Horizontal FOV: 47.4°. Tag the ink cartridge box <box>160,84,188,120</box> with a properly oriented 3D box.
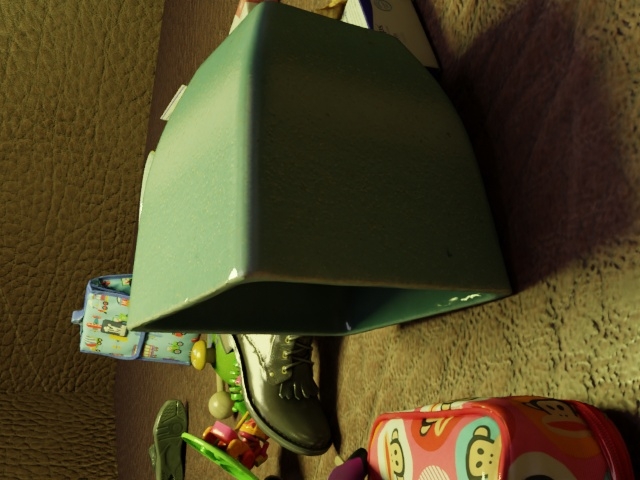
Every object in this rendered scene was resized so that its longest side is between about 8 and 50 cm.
[{"bbox_3d":[-0.112,-0.188,1.054,0.206,0.208,0.045,172,109,-69],"label":"ink cartridge box"}]

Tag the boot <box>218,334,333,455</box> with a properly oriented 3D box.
[{"bbox_3d":[-0.022,0.108,0.903,0.229,0.091,0.263,-51,63,33],"label":"boot"}]

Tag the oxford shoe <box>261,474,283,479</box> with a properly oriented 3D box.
[{"bbox_3d":[-0.068,0.406,1.009,0.132,0.130,0.363,-59,2,-24],"label":"oxford shoe"}]

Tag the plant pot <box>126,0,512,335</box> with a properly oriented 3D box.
[{"bbox_3d":[-0.016,-0.056,0.652,0.247,0.248,0.252,-26,63,54],"label":"plant pot"}]

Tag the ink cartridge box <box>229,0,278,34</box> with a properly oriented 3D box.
[{"bbox_3d":[-0.111,-0.330,1.281,0.115,0.067,0.198,121,146,-50],"label":"ink cartridge box"}]

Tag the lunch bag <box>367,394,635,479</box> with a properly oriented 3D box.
[{"bbox_3d":[0.107,0.260,0.508,0.258,0.120,0.293,144,126,-65],"label":"lunch bag"}]

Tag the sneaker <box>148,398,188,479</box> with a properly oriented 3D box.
[{"bbox_3d":[-0.391,0.504,1.848,0.130,0.087,0.227,15,105,63],"label":"sneaker"}]

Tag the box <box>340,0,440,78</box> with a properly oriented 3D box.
[{"bbox_3d":[0.057,-0.178,0.792,0.137,0.072,0.126,117,148,-48],"label":"box"}]

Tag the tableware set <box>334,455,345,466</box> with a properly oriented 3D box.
[{"bbox_3d":[0.052,0.333,0.765,0.194,0.039,0.128,33,106,61],"label":"tableware set"}]

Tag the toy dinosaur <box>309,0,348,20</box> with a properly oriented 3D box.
[{"bbox_3d":[0.048,-0.293,0.849,0.211,0.064,0.112,-60,-3,-27],"label":"toy dinosaur"}]

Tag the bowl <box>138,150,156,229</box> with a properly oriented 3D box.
[{"bbox_3d":[-0.319,-0.053,1.660,0.289,0.156,0.289,-176,90,-70],"label":"bowl"}]

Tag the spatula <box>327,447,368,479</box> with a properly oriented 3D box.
[{"bbox_3d":[0.028,0.223,0.659,0.296,0.030,0.084,49,-141,-82],"label":"spatula"}]

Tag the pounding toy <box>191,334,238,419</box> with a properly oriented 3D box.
[{"bbox_3d":[-0.204,0.202,1.371,0.183,0.110,0.236,-116,36,-54],"label":"pounding toy"}]

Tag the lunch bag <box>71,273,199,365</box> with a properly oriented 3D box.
[{"bbox_3d":[-0.439,0.179,1.742,0.138,0.293,0.221,-106,28,-43],"label":"lunch bag"}]

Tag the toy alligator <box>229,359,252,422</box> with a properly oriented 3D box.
[{"bbox_3d":[-0.130,0.269,1.241,0.056,0.051,0.189,160,113,-68],"label":"toy alligator"}]

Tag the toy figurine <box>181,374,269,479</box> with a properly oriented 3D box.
[{"bbox_3d":[-0.096,0.263,1.075,0.130,0.173,0.159,17,62,33],"label":"toy figurine"}]
